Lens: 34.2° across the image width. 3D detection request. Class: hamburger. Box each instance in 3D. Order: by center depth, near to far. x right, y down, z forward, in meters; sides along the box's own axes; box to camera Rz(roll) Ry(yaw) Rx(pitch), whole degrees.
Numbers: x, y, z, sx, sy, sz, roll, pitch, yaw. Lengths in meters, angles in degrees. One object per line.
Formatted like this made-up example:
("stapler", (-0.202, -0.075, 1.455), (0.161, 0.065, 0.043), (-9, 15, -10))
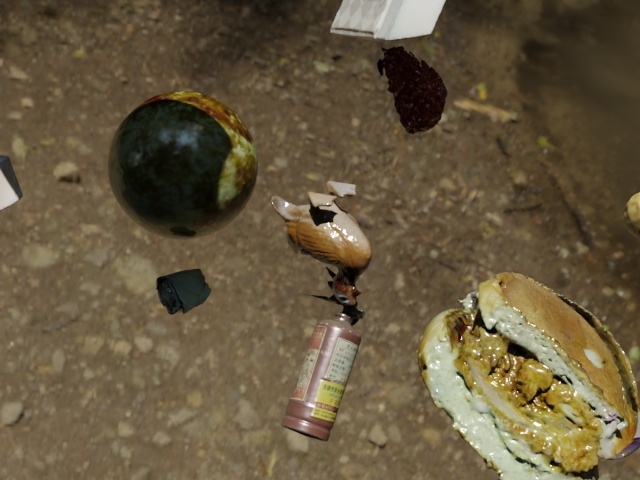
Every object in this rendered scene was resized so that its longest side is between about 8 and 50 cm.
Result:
("hamburger", (0.305, 0.194, 1.470), (0.318, 0.195, 0.277), (48, 21, 6))

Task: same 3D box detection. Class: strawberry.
("strawberry", (0.180, -0.288, 1.971), (0.082, 0.188, 0.121), (-7, 45, 30))

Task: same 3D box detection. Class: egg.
("egg", (-0.218, -0.124, 1.689), (0.238, 0.238, 0.289), (20, 13, 1))

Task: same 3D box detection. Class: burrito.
("burrito", (-0.218, 0.083, 1.701), (0.074, 0.044, 0.118), (56, 23, 9))

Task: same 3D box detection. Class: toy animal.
("toy animal", (0.000, 0.000, 1.527), (0.188, 0.179, 0.089), (24, 38, 37))

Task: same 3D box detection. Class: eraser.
("eraser", (0.135, -0.453, 1.890), (0.082, 0.213, 0.397), (22, 8, -16))

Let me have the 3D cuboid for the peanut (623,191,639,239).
("peanut", (0.569, -0.042, 1.618), (0.103, 0.229, 0.098), (6, 84, -26))

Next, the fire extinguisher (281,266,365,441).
("fire extinguisher", (0.000, 0.164, 1.550), (0.106, 0.075, 0.252), (18, 79, 3))

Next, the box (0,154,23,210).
("box", (-0.571, -0.055, 1.340), (0.343, 0.065, 0.200), (9, 33, 38))
